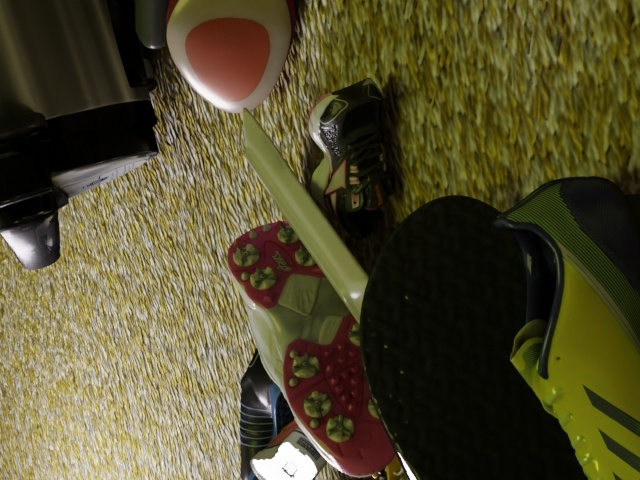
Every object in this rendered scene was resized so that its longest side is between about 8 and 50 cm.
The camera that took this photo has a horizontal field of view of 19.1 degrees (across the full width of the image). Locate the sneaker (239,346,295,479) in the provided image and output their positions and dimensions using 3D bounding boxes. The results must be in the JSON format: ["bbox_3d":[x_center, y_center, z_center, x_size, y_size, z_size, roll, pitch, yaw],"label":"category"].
[{"bbox_3d":[-0.047,0.189,2.035,0.232,0.081,0.090,105,148,-42],"label":"sneaker"}]

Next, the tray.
[{"bbox_3d":[0.000,0.000,1.772,0.270,0.030,0.145,55,179,41],"label":"tray"}]

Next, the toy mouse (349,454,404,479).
[{"bbox_3d":[0.065,0.258,1.857,0.161,0.031,0.143,-152,51,-62],"label":"toy mouse"}]

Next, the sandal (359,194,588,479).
[{"bbox_3d":[0.148,0.183,1.453,0.107,0.167,0.446,88,162,-75],"label":"sandal"}]

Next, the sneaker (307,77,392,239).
[{"bbox_3d":[0.038,-0.068,1.684,0.077,0.072,0.178,56,164,29],"label":"sneaker"}]

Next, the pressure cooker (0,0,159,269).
[{"bbox_3d":[-0.386,-0.168,2.205,0.375,0.370,0.420,-18,89,35],"label":"pressure cooker"}]

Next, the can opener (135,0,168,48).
[{"bbox_3d":[-0.146,-0.306,1.951,0.283,0.076,0.095,95,152,-43],"label":"can opener"}]

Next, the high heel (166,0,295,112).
[{"bbox_3d":[-0.081,-0.303,1.813,0.377,0.127,0.181,93,-179,-47],"label":"high heel"}]

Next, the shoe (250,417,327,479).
[{"bbox_3d":[-0.012,0.208,1.940,0.063,0.081,0.178,43,156,1],"label":"shoe"}]

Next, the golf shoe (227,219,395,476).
[{"bbox_3d":[0.004,0.119,1.843,0.140,0.115,0.306,84,166,-48],"label":"golf shoe"}]

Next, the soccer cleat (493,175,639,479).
[{"bbox_3d":[0.188,0.099,1.337,0.093,0.121,0.289,4,108,67],"label":"soccer cleat"}]
